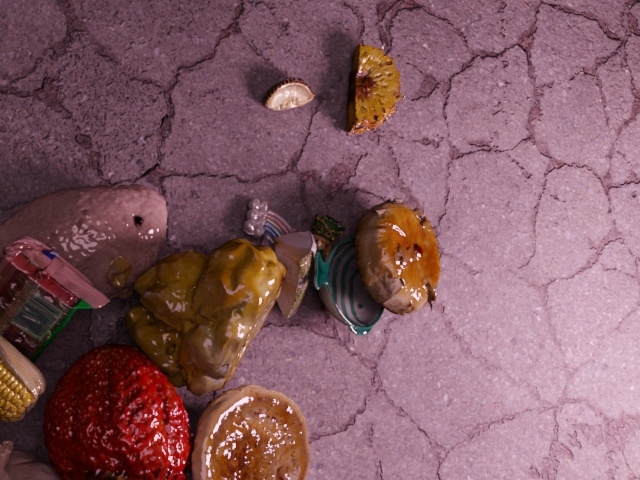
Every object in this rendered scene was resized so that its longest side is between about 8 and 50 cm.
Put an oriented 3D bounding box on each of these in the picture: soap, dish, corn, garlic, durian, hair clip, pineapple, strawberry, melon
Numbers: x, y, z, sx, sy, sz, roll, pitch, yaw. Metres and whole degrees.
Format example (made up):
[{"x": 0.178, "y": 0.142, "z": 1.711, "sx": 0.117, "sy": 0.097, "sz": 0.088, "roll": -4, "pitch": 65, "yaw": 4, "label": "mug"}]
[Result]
[{"x": -0.547, "y": 0.132, "z": 1.598, "sx": 0.218, "sy": 0.273, "sz": 0.098, "roll": 41, "pitch": 31, "yaw": -7, "label": "soap"}, {"x": 0.045, "y": 0.097, "z": 1.890, "sx": 0.246, "sy": 0.078, "sz": 0.224, "roll": 22, "pitch": 62, "yaw": -45, "label": "dish"}, {"x": -0.620, "y": 0.192, "z": 1.535, "sx": 0.305, "sy": 0.123, "sz": 0.122, "roll": 46, "pitch": 68, "yaw": -5, "label": "corn"}, {"x": -0.562, "y": 0.440, "z": 1.544, "sx": 0.218, "sy": 0.218, "sz": 0.212, "roll": -14, "pitch": 126, "yaw": -22, "label": "garlic"}, {"x": -0.071, "y": -0.336, "z": 1.975, "sx": 0.130, "sy": 0.052, "sz": 0.066, "roll": -15, "pitch": 87, "yaw": -22, "label": "durian"}, {"x": -0.120, "y": 0.028, "z": 1.893, "sx": 0.140, "sy": 0.054, "sz": 0.220, "roll": 22, "pitch": 68, "yaw": -14, "label": "hair clip"}, {"x": 0.136, "y": -0.346, "z": 2.037, "sx": 0.135, "sy": 0.079, "sz": 0.233, "roll": 13, "pitch": 76, "yaw": -19, "label": "pineapple"}, {"x": -0.362, "y": 0.331, "z": 1.593, "sx": 0.250, "sy": 0.238, "sz": 0.289, "roll": 16, "pitch": 67, "yaw": -54, "label": "strawberry"}, {"x": -0.058, "y": 0.062, "z": 1.826, "sx": 0.093, "sy": 0.139, "sz": 0.203, "roll": 11, "pitch": 77, "yaw": -10, "label": "melon"}]

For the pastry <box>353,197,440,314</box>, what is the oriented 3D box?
[{"x": 0.176, "y": 0.035, "z": 1.912, "sx": 0.257, "sy": 0.120, "sz": 0.236, "roll": 59, "pitch": 38, "yaw": -18, "label": "pastry"}]

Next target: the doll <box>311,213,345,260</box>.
[{"x": -0.001, "y": -0.006, "z": 1.942, "sx": 0.078, "sy": 0.077, "sz": 0.113, "roll": 28, "pitch": 104, "yaw": -21, "label": "doll"}]

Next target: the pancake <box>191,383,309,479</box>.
[{"x": -0.127, "y": 0.449, "z": 1.704, "sx": 0.356, "sy": 0.065, "sz": 0.357, "roll": 0, "pitch": 91, "yaw": -58, "label": "pancake"}]

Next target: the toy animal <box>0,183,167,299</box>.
[{"x": -0.466, "y": 0.012, "z": 1.693, "sx": 0.358, "sy": 0.188, "sz": 0.227, "roll": -11, "pitch": 84, "yaw": -14, "label": "toy animal"}]

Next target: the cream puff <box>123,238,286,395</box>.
[{"x": -0.234, "y": 0.122, "z": 1.692, "sx": 0.257, "sy": 0.324, "sz": 0.291, "roll": 26, "pitch": 47, "yaw": 1, "label": "cream puff"}]
